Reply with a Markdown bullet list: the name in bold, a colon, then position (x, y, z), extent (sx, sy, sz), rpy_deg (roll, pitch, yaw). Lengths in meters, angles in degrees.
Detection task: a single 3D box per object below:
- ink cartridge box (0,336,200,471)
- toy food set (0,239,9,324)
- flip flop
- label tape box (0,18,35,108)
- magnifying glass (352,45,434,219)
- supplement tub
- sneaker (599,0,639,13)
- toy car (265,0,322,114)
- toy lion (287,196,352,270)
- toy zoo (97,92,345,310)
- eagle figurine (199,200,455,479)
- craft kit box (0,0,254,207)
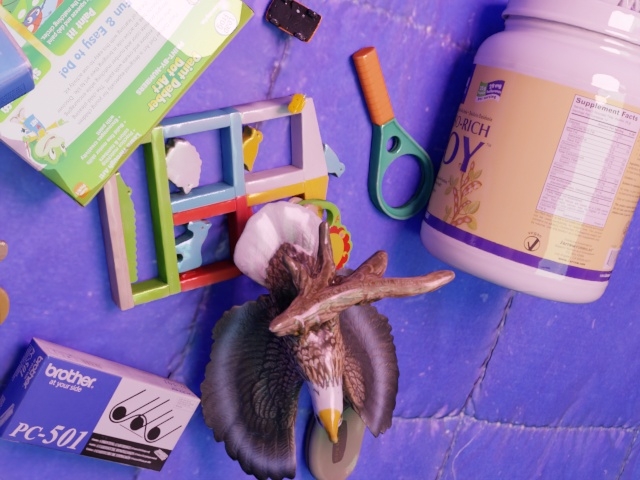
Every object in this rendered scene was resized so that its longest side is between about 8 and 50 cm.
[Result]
- **ink cartridge box**: position (-0.237, 0.182, 0.912), extent (0.207, 0.046, 0.097), rpy_deg (28, 91, -43)
- **toy food set**: position (-0.366, 0.076, 0.804), extent (0.132, 0.038, 0.192), rpy_deg (0, 119, -29)
- **flip flop**: position (0.037, 0.205, 1.098), extent (0.112, 0.080, 0.277), rpy_deg (-6, 112, -32)
- **label tape box**: position (-0.407, -0.193, 0.586), extent (0.249, 0.115, 0.348), rpy_deg (-36, 100, -12)
- **magnifying glass**: position (0.084, -0.126, 1.032), extent (0.092, 0.026, 0.231), rpy_deg (-33, 123, -19)
- **supplement tub**: position (0.278, -0.114, 1.032), extent (0.241, 0.241, 0.331), rpy_deg (8, 103, -36)
- **sneaker**: position (0.434, -0.301, 1.165), extent (0.236, 0.095, 0.104), rpy_deg (-9, 120, -26)
- **toy car**: position (-0.034, -0.199, 0.910), extent (0.040, 0.060, 0.122), rpy_deg (-21, 124, -78)
- **toy lion**: position (0.000, 0.000, 0.985), extent (0.096, 0.034, 0.100), rpy_deg (-5, 111, -41)
- **toy zoo**: position (-0.097, -0.051, 0.934), extent (0.293, 0.030, 0.192), rpy_deg (-15, 117, -29)
- **eagle figurine**: position (-0.008, 0.127, 0.928), extent (0.298, 0.226, 0.225), rpy_deg (101, 12, -59)
- **craft kit box**: position (-0.226, -0.201, 0.752), extent (0.246, 0.061, 0.250), rpy_deg (44, 82, -27)
